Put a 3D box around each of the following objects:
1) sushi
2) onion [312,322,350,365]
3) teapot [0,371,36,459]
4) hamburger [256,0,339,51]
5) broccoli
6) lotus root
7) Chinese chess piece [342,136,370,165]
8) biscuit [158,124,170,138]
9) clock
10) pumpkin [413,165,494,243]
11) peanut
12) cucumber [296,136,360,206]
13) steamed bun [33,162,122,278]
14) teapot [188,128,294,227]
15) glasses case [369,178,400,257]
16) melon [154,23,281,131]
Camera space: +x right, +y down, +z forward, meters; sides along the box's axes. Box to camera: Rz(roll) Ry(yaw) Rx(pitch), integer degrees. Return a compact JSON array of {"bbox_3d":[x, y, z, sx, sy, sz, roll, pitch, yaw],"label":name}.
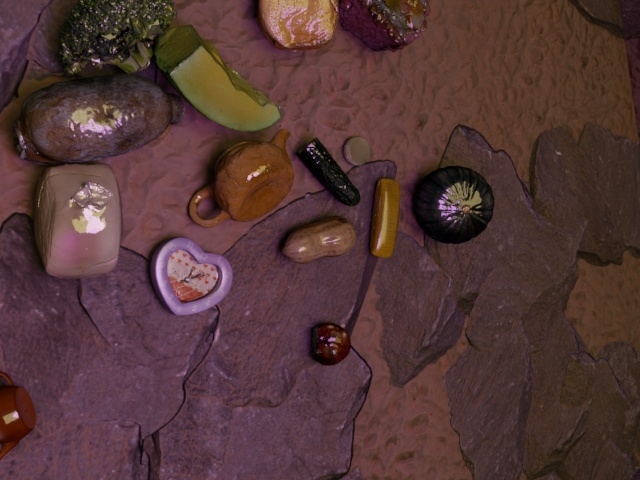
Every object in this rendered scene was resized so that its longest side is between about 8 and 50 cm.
[{"bbox_3d":[0.172,-0.659,1.609,0.270,0.171,0.236,33,73,-35],"label":"sushi"},{"bbox_3d":[0.029,0.282,1.575,0.119,0.118,0.117,-8,119,-36],"label":"onion"},{"bbox_3d":[-0.622,0.338,1.116,0.116,0.116,0.173,-13,73,-35],"label":"teapot"},{"bbox_3d":[-0.057,-0.574,1.440,0.214,0.108,0.213,-1,104,-5],"label":"hamburger"},{"bbox_3d":[-0.417,-0.425,1.176,0.176,0.198,0.226,14,101,-47],"label":"broccoli"},{"bbox_3d":[-0.437,-0.254,1.171,0.350,0.175,0.175,-22,104,-28],"label":"lotus root"},{"bbox_3d":[0.102,-0.255,1.656,0.084,0.034,0.084,-1,91,-34],"label":"Chinese chess piece"},{"bbox_3d":[-0.404,-0.277,1.295,0.147,0.018,0.071,19,84,-36],"label":"biscuit"},{"bbox_3d":[-0.311,0.092,1.348,0.198,0.064,0.172,30,74,-33],"label":"clock"},{"bbox_3d":[0.404,-0.114,1.782,0.250,0.216,0.249,-8,122,-13],"label":"pumpkin"},{"bbox_3d":[0.000,0.000,1.538,0.236,0.120,0.110,-17,140,-40],"label":"peanut"},{"bbox_3d":[0.028,-0.177,1.582,0.241,0.074,0.074,48,65,-29],"label":"cucumber"},{"bbox_3d":[-0.479,-0.040,1.167,0.170,0.153,0.238,-2,90,-35],"label":"steamed bun"},{"bbox_3d":[-0.187,-0.153,1.381,0.311,0.167,0.203,-38,160,-3],"label":"teapot"},{"bbox_3d":[0.191,-0.066,1.707,0.079,0.064,0.234,8,87,-33],"label":"glasses case"},{"bbox_3d":[-0.227,-0.344,1.330,0.323,0.124,0.196,36,27,-45],"label":"melon"}]
